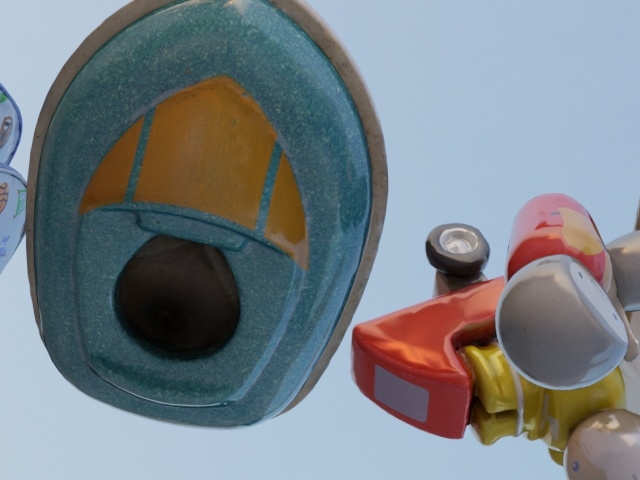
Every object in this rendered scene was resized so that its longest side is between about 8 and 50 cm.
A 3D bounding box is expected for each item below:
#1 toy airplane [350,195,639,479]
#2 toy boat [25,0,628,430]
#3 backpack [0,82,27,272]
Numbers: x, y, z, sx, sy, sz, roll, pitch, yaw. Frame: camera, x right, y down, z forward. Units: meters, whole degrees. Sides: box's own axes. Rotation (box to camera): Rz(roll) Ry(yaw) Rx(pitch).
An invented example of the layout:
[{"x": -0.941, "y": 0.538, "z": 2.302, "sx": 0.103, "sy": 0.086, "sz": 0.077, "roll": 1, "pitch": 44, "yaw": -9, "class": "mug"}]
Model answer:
[{"x": 0.269, "y": 0.126, "z": 1.291, "sx": 0.384, "sy": 0.272, "sz": 0.386, "roll": -35, "pitch": -60, "yaw": 27, "class": "toy airplane"}, {"x": 0.000, "y": 0.000, "z": 0.777, "sx": 0.148, "sy": 0.318, "sz": 0.267, "roll": -77, "pitch": 176, "yaw": -63, "class": "toy boat"}, {"x": -0.363, "y": -0.041, "z": 1.231, "sx": 0.213, "sy": 0.263, "sz": 0.276, "roll": 25, "pitch": -3, "yaw": 7, "class": "backpack"}]
